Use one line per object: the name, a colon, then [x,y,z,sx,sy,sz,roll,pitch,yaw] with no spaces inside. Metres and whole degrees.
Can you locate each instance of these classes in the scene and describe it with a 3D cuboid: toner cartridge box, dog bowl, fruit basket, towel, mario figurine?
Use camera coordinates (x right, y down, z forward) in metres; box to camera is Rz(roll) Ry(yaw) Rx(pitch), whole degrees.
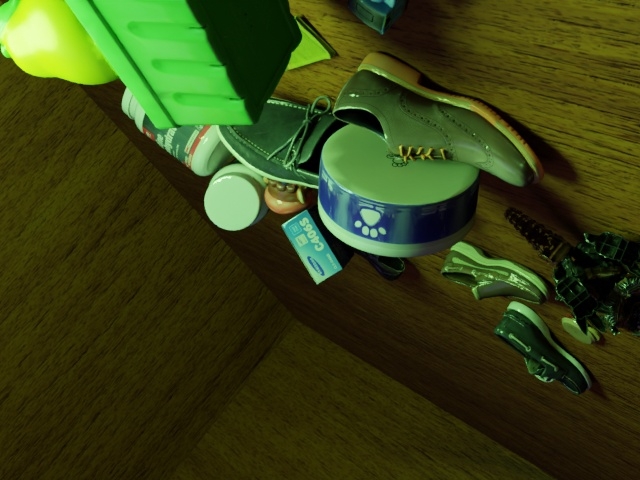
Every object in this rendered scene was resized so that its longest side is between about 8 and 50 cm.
toner cartridge box: [0.000,0.000,2.416,0.165,0.075,0.348,58,-172,0]
dog bowl: [0.128,-0.094,1.609,0.264,0.265,0.104,32,137,33]
fruit basket: [-0.255,-0.328,1.359,0.391,0.283,0.392,23,162,8]
towel: [-0.066,-0.354,1.798,0.102,0.021,0.237,39,164,-24]
mario figurine: [-0.070,-0.199,2.285,0.321,0.170,0.198,78,178,-54]

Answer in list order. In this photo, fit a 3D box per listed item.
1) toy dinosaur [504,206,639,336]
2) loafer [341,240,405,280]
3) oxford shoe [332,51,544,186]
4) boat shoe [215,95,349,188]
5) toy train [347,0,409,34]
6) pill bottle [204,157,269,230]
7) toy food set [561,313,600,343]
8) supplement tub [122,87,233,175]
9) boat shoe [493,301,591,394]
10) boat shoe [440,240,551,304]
toy dinosaur: [0.436,0.065,1.596,0.321,0.165,0.218,17,-178,5]
loafer: [0.136,0.010,2.448,0.220,0.080,0.078,40,156,-13]
oxford shoe: [0.181,-0.161,1.546,0.363,0.133,0.130,33,165,29]
boat shoe: [0.001,-0.184,1.915,0.500,0.187,0.156,28,159,25]
toy train: [0.091,-0.343,1.236,0.080,0.105,0.184,38,168,6]
pill bottle: [-0.193,-0.124,2.469,0.161,0.161,0.283,41,-165,-4]
toy food set: [0.527,0.181,1.996,0.082,0.020,0.083,39,168,6]
supplement tub: [-0.335,-0.305,2.423,0.272,0.191,0.191,37,167,12]
boat shoe: [0.497,0.263,2.207,0.302,0.091,0.114,44,167,-20]
boat shoe: [0.353,0.088,2.007,0.257,0.095,0.095,25,161,49]
